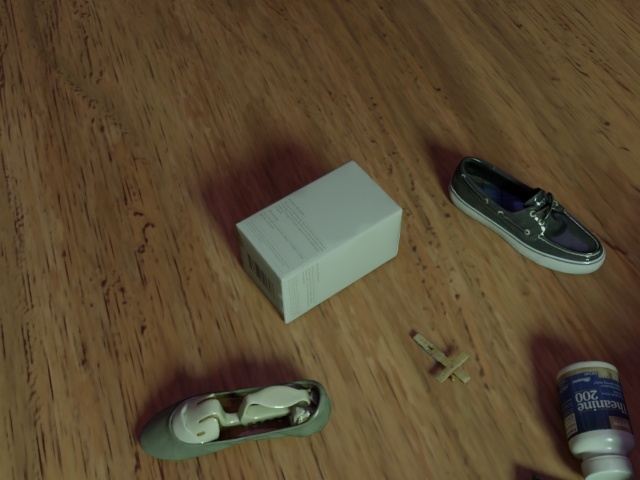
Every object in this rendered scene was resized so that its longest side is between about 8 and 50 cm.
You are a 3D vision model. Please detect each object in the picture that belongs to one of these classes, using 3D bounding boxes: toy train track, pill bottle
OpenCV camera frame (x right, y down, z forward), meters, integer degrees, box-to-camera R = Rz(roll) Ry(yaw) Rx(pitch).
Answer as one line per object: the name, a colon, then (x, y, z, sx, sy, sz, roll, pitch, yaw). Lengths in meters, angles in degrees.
toy train track: (0.143, 0.141, 0.824, 0.048, 0.014, 0.083, -39, 56, -16)
pill bottle: (0.298, 0.196, 0.747, 0.067, 0.067, 0.120, 1, 54, 1)

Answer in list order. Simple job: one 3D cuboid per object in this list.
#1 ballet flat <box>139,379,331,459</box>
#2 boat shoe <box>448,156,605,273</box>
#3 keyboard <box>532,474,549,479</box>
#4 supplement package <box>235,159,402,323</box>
ballet flat: (-0.095, 0.187, 0.757, 0.213, 0.068, 0.072, -8, 54, -5)
boat shoe: (0.273, -0.041, 0.916, 0.228, 0.076, 0.080, 38, 62, 25)
keyboard: (0.223, 0.326, 0.682, 0.108, 0.023, 0.180, 15, 54, 4)
supplement package: (0.000, 0.000, 0.871, 0.179, 0.105, 0.105, -30, 58, -19)
